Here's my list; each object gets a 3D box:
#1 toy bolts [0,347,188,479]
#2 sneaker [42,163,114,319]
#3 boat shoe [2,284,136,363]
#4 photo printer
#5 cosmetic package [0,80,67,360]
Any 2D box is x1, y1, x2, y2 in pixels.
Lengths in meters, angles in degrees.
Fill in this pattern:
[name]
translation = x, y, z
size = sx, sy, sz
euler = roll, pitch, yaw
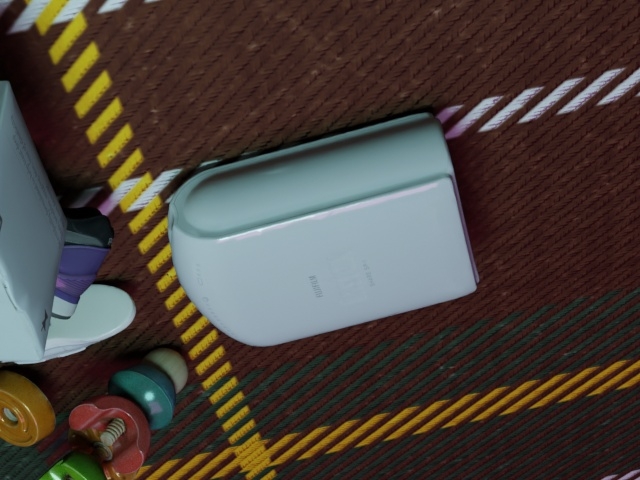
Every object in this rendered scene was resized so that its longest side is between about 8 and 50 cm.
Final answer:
[toy bolts]
translation = -0.267, 0.193, 1.862
size = 0.218, 0.158, 0.228
euler = 50, 134, -9
[sneaker]
translation = -0.331, -0.041, 1.501
size = 0.283, 0.107, 0.124
euler = 30, 95, -31
[boat shoe]
translation = -0.284, 0.101, 1.737
size = 0.184, 0.066, 0.063
euler = -23, 159, 13
[photo printer]
translation = 0.000, 0.000, 1.627
size = 0.307, 0.107, 0.256
euler = -14, 147, 4
[cosmetic package]
translation = -0.426, -0.011, 1.293
size = 0.385, 0.156, 0.217
euler = 0, 147, 4
